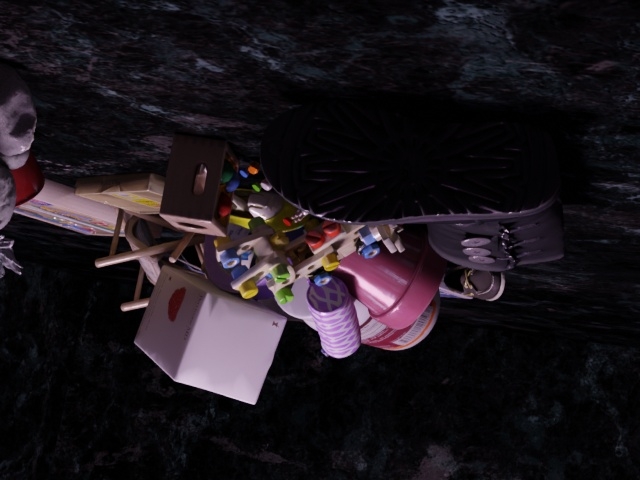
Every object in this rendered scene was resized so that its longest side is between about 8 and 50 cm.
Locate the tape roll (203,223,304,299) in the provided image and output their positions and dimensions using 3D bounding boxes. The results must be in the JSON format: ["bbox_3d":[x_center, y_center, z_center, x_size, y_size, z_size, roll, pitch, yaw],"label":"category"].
[{"bbox_3d":[-0.127,0.014,1.891,0.189,0.189,0.080,3,170,35],"label":"tape roll"}]

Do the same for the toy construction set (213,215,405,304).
[{"bbox_3d":[0.000,0.000,1.701,0.328,0.151,0.215,-18,157,14],"label":"toy construction set"}]

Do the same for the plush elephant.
[{"bbox_3d":[-0.513,-0.126,1.319,0.272,0.255,0.330,-28,-128,-29],"label":"plush elephant"}]

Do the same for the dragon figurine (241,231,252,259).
[{"bbox_3d":[-0.134,0.004,2.160,0.144,0.085,0.289,10,167,11],"label":"dragon figurine"}]

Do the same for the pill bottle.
[{"bbox_3d":[0.079,0.107,2.152,0.224,0.224,0.392,4,169,34],"label":"pill bottle"}]

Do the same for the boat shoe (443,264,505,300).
[{"bbox_3d":[0.346,0.092,2.234,0.068,0.081,0.228,7,175,-13],"label":"boat shoe"}]

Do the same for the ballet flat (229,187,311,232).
[{"bbox_3d":[-0.132,-0.063,1.804,0.231,0.077,0.077,7,158,24],"label":"ballet flat"}]

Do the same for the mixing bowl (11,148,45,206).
[{"bbox_3d":[-0.540,-0.131,1.590,0.181,0.098,0.181,3,-147,-2],"label":"mixing bowl"}]

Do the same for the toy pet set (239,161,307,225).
[{"bbox_3d":[-0.047,-0.094,1.572,0.122,0.065,0.114,49,155,-15],"label":"toy pet set"}]

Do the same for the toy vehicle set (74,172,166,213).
[{"bbox_3d":[-0.345,-0.090,1.956,0.166,0.035,0.267,18,168,-43],"label":"toy vehicle set"}]

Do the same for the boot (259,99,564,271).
[{"bbox_3d":[0.151,-0.058,1.354,0.367,0.146,0.445,9,176,15],"label":"boot"}]

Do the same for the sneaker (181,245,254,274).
[{"bbox_3d":[-0.298,0.036,2.479,0.148,0.131,0.350,21,161,-25],"label":"sneaker"}]

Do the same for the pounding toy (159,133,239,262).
[{"bbox_3d":[-0.180,-0.049,1.563,0.094,0.181,0.206,8,171,6],"label":"pounding toy"}]

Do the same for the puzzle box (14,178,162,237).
[{"bbox_3d":[-0.593,-0.077,2.260,0.272,0.052,0.409,2,168,38],"label":"puzzle box"}]

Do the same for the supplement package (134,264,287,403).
[{"bbox_3d":[-0.221,0.176,1.927,0.175,0.177,0.293,21,179,-27],"label":"supplement package"}]

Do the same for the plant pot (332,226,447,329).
[{"bbox_3d":[0.113,0.045,1.885,0.180,0.201,0.201,28,166,-17],"label":"plant pot"}]

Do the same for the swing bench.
[{"bbox_3d":[-0.331,0.045,2.189,0.254,0.165,0.253,3,151,5],"label":"swing bench"}]

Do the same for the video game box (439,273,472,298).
[{"bbox_3d":[0.262,0.109,2.551,0.205,0.048,0.187,1,165,43],"label":"video game box"}]

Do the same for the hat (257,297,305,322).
[{"bbox_3d":[-0.015,0.113,2.596,0.331,0.134,0.331,-2,156,-1],"label":"hat"}]

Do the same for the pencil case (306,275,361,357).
[{"bbox_3d":[0.026,0.146,1.890,0.086,0.088,0.206,-29,148,-10],"label":"pencil case"}]
